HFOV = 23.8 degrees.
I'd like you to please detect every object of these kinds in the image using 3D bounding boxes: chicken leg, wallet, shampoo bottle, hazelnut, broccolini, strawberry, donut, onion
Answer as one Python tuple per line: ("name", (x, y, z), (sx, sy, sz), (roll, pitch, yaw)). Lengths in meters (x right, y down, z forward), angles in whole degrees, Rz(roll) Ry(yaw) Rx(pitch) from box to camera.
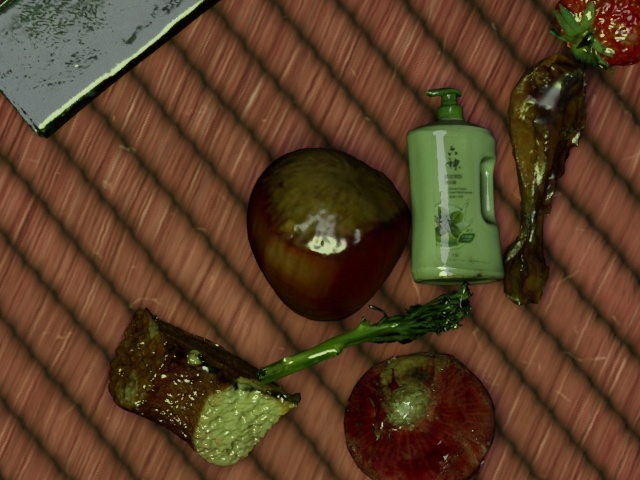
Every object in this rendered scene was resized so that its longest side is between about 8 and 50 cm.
("chicken leg", (0.256, -0.073, 1.807), (0.093, 0.113, 0.304), (9, 90, 19))
("wallet", (-0.265, -0.282, 1.840), (0.318, 0.045, 0.172), (-40, 92, -2))
("shampoo bottle", (0.159, -0.067, 1.805), (0.118, 0.087, 0.234), (2, 82, -28))
("hazelnut", (0.000, 0.000, 1.769), (0.208, 0.208, 0.208), (0, 88, 0))
("broccolini", (0.047, 0.116, 1.779), (0.272, 0.123, 0.062), (-19, 65, -14))
("strawberry", (0.355, -0.271, 1.805), (0.148, 0.131, 0.131), (-45, 89, 0))
("donut", (-0.144, 0.177, 1.796), (0.187, 0.144, 0.126), (30, 95, -30))
("onion", (0.115, 0.214, 1.776), (0.184, 0.147, 0.183), (-2, 77, 9))
